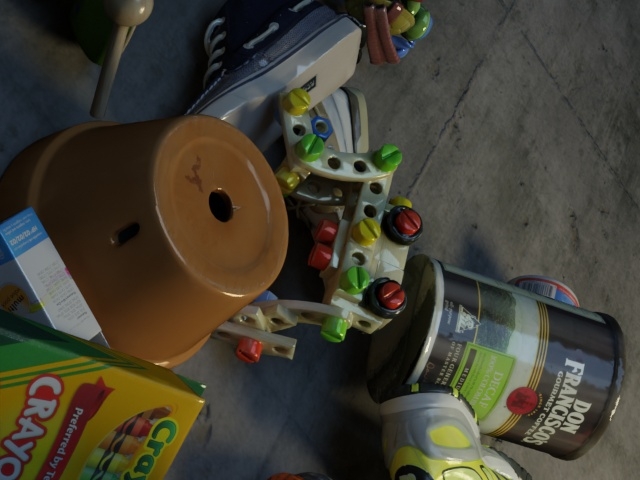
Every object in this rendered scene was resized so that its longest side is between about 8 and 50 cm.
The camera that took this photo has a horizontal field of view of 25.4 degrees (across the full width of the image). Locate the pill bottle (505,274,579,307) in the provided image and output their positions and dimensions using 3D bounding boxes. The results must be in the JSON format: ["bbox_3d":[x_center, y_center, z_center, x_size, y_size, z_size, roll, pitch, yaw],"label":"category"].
[{"bbox_3d":[0.301,0.169,2.059,0.124,0.124,0.221,45,45,-28],"label":"pill bottle"}]

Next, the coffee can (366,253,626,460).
[{"bbox_3d":[0.224,0.152,1.836,0.275,0.201,0.202,18,57,-16],"label":"coffee can"}]

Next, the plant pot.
[{"bbox_3d":[-0.172,-0.007,1.509,0.291,0.203,0.291,24,57,-43],"label":"plant pot"}]

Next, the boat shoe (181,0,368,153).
[{"bbox_3d":[-0.106,-0.204,1.769,0.158,0.127,0.340,37,54,22],"label":"boat shoe"}]

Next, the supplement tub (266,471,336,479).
[{"bbox_3d":[0.013,0.338,1.642,0.190,0.117,0.117,29,53,-39],"label":"supplement tub"}]

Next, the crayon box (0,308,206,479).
[{"bbox_3d":[-0.249,0.193,1.340,0.318,0.081,0.202,24,95,-42],"label":"crayon box"}]

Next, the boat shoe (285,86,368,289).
[{"bbox_3d":[0.005,-0.060,1.835,0.103,0.113,0.302,5,66,-28],"label":"boat shoe"}]

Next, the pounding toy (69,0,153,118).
[{"bbox_3d":[-0.258,-0.278,1.562,0.110,0.183,0.237,17,37,-21],"label":"pounding toy"}]

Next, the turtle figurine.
[{"bbox_3d":[0.076,-0.406,2.002,0.266,0.275,0.198,12,30,-43],"label":"turtle figurine"}]

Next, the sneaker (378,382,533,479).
[{"bbox_3d":[0.173,0.331,1.789,0.385,0.145,0.147,47,39,-41],"label":"sneaker"}]

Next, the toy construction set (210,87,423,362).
[{"bbox_3d":[0.000,0.000,1.678,0.215,0.151,0.328,23,74,-14],"label":"toy construction set"}]

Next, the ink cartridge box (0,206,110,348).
[{"bbox_3d":[-0.293,0.071,1.403,0.181,0.104,0.061,62,32,-9],"label":"ink cartridge box"}]
